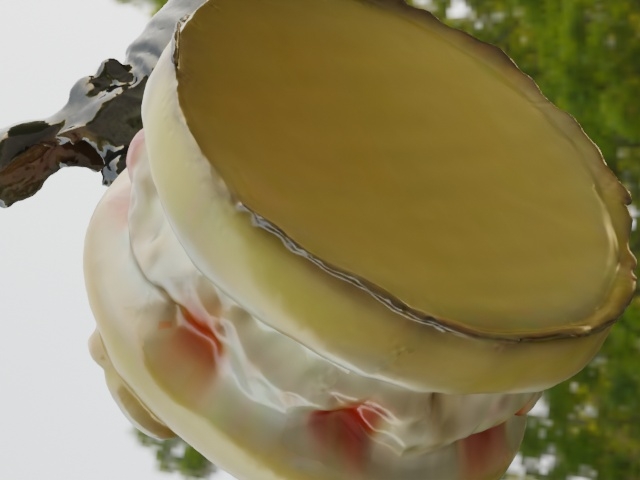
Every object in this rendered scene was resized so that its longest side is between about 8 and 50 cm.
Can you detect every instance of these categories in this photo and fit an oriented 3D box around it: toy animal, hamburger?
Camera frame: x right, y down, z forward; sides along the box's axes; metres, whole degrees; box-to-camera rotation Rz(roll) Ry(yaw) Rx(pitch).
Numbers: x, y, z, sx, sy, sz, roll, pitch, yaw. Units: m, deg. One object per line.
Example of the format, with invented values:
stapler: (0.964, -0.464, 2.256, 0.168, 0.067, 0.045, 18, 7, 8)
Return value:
toy animal: (-0.086, -0.124, 1.284, 0.343, 0.168, 0.106, -46, -26, -25)
hamburger: (0.000, 0.000, 0.893, 0.261, 0.186, 0.303, 4, -135, -36)
